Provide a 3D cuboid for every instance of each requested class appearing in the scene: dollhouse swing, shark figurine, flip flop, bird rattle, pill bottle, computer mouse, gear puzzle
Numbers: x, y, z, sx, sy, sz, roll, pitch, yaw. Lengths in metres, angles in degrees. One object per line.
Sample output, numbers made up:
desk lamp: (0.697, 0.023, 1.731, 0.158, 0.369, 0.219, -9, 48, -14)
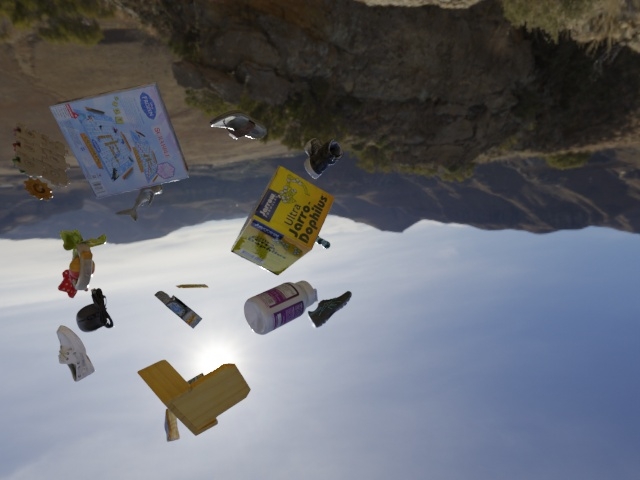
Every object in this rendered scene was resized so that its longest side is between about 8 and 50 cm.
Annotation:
dollhouse swing: (-0.545, 0.634, 1.804, 0.315, 0.346, 0.305, 27, -123, 35)
shark figurine: (-0.853, -0.226, 1.929, 0.278, 0.116, 0.166, -33, -140, 26)
flip flop: (-0.302, -0.424, 1.554, 0.112, 0.080, 0.277, -19, 170, 26)
bird rattle: (-0.850, 0.092, 1.418, 0.143, 0.253, 0.207, 15, -174, -41)
pill bottle: (-0.170, 0.281, 1.779, 0.302, 0.169, 0.169, -20, -166, -42)
computer mouse: (-1.022, 0.335, 1.797, 0.272, 0.188, 0.072, -29, 172, 38)
gear puzzle: (-0.946, -0.248, 1.372, 0.044, 0.338, 0.175, -39, 145, 16)

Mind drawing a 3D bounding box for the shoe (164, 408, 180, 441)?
shoe: (-0.763, 0.945, 2.079, 0.058, 0.076, 0.219, 6, -164, -28)

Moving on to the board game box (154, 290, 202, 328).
board game box: (-0.592, 0.296, 1.729, 0.194, 0.194, 0.060, 16, -121, 49)

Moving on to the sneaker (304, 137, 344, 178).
sneaker: (0.019, -0.372, 1.693, 0.153, 0.101, 0.268, -29, -147, 24)

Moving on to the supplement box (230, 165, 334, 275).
supplement box: (-0.134, -0.045, 1.303, 0.195, 0.194, 0.356, 29, 155, -11)

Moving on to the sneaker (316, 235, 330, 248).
sneaker: (0.000, 0.000, 1.837, 0.069, 0.038, 0.098, 38, -179, 44)

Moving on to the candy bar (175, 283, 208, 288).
candy bar: (-0.599, 0.216, 1.907, 0.040, 0.018, 0.162, 12, -177, 40)

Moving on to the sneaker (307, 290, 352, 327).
sneaker: (0.051, 0.347, 2.173, 0.267, 0.106, 0.101, -39, 161, -7)

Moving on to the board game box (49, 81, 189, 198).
board game box: (-0.640, -0.323, 1.333, 0.318, 0.318, 0.066, -14, -147, -5)

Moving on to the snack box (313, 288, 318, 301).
snack box: (-0.101, 0.278, 1.957, 0.179, 0.064, 0.022, -8, -170, -16)

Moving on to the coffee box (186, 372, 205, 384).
coffee box: (-0.689, 0.766, 2.104, 0.184, 0.040, 0.113, -29, -169, -2)

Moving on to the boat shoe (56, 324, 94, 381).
boat shoe: (-1.071, 0.492, 1.740, 0.098, 0.276, 0.096, 4, -150, 30)
